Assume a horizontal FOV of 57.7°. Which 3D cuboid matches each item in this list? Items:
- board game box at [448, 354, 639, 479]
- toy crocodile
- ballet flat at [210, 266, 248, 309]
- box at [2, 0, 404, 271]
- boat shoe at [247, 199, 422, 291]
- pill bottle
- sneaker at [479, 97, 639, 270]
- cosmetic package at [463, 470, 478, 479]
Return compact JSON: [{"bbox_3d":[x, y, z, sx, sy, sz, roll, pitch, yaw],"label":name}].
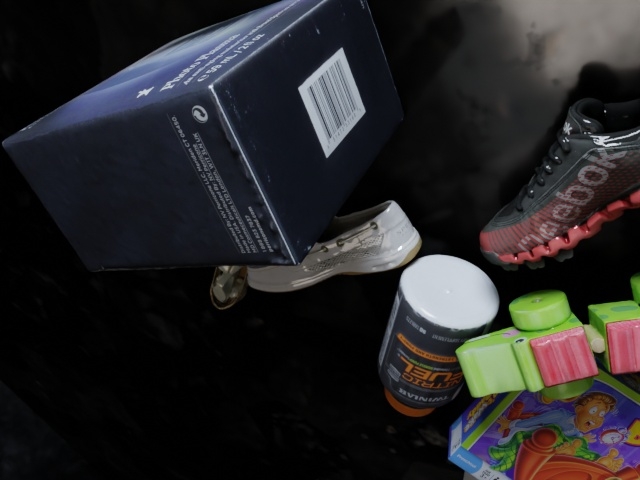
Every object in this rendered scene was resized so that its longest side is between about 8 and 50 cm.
[{"bbox_3d":[0.384,0.295,0.781,0.347,0.078,0.233,33,113,2],"label":"board game box"},{"bbox_3d":[0.324,0.108,0.644,0.340,0.105,0.115,-15,98,12],"label":"toy crocodile"},{"bbox_3d":[-0.143,0.045,0.956,0.073,0.067,0.206,26,135,11],"label":"ballet flat"},{"bbox_3d":[-0.111,-0.122,0.633,0.294,0.296,0.183,-5,124,33],"label":"box"},{"bbox_3d":[0.000,0.000,0.818,0.277,0.098,0.096,-15,117,28],"label":"boat shoe"},{"bbox_3d":[0.153,0.148,0.819,0.130,0.130,0.246,21,134,15],"label":"pill bottle"},{"bbox_3d":[0.263,-0.067,0.598,0.135,0.097,0.276,46,133,-11],"label":"sneaker"},{"bbox_3d":[0.356,0.413,0.953,0.231,0.085,0.117,15,131,22],"label":"cosmetic package"}]
